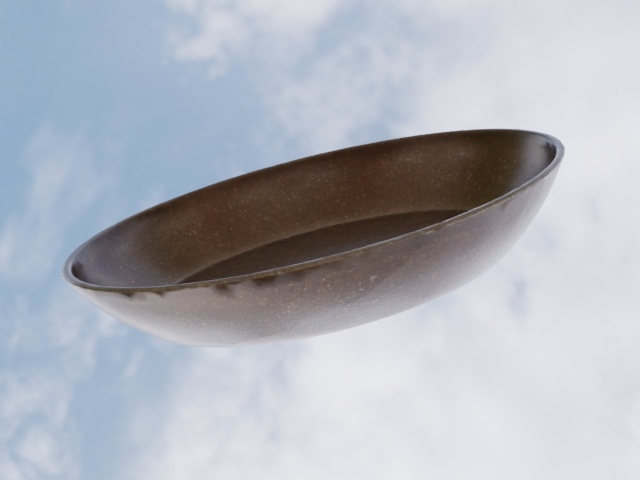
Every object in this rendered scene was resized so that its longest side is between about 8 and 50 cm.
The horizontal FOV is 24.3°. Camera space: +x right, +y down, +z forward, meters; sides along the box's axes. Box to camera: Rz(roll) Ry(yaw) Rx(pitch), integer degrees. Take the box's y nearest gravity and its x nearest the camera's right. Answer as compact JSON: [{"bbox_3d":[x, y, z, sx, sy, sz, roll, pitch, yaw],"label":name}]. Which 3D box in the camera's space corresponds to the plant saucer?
[{"bbox_3d":[0.000,0.000,0.579,0.199,0.036,0.198,-13,-166,3],"label":"plant saucer"}]
